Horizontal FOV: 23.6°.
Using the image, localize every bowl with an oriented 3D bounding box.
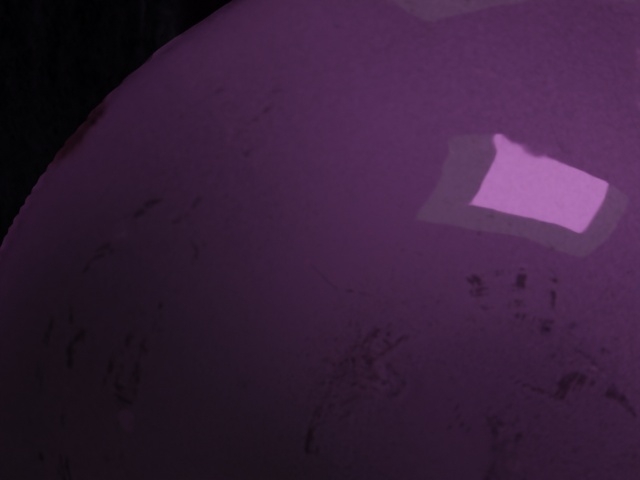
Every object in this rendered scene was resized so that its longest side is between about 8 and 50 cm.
[{"bbox_3d":[0.069,0.071,0.716,0.435,0.435,0.196,29,159,37],"label":"bowl"}]
